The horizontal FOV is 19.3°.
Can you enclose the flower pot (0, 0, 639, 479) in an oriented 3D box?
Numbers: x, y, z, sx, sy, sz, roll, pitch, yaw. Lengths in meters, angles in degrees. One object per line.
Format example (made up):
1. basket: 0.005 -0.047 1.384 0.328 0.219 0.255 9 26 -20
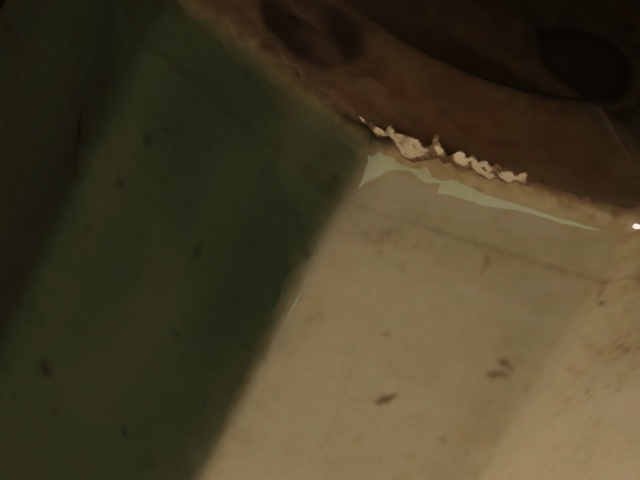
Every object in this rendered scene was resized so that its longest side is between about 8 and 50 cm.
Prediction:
1. flower pot: 0.000 0.000 0.483 0.290 0.290 0.259 16 135 -9
